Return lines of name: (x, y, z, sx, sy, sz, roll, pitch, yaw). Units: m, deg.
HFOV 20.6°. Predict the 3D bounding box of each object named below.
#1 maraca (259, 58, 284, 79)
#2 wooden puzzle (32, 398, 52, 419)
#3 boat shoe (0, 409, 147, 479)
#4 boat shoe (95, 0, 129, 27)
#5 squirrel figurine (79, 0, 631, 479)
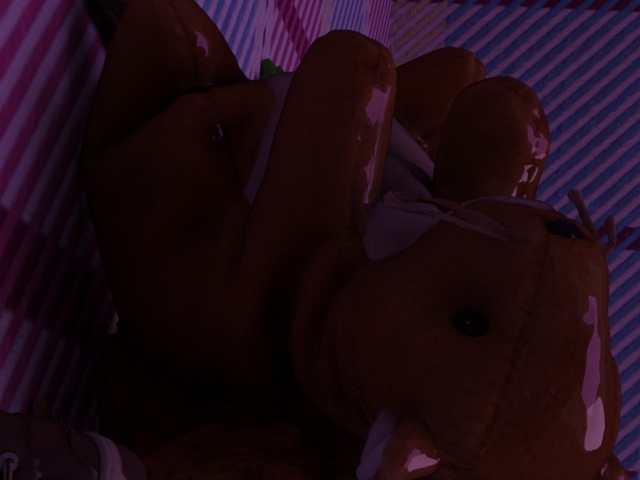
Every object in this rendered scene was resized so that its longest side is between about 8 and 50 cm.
maraca: (-0.018, -0.102, 1.829, 0.127, 0.099, 0.185, -91, 155, -62)
wooden puzzle: (-0.169, 0.158, 1.024, 0.078, 0.014, 0.116, 77, 17, -53)
boat shoe: (-0.171, 0.197, 0.789, 0.095, 0.095, 0.257, -8, -122, 52)
boat shoe: (-0.123, -0.149, 1.159, 0.153, 0.048, 0.056, 93, -11, -80)
squirrel figurine: (0.016, 0.078, 1.058, 0.370, 0.281, 0.397, 42, -70, 47)
